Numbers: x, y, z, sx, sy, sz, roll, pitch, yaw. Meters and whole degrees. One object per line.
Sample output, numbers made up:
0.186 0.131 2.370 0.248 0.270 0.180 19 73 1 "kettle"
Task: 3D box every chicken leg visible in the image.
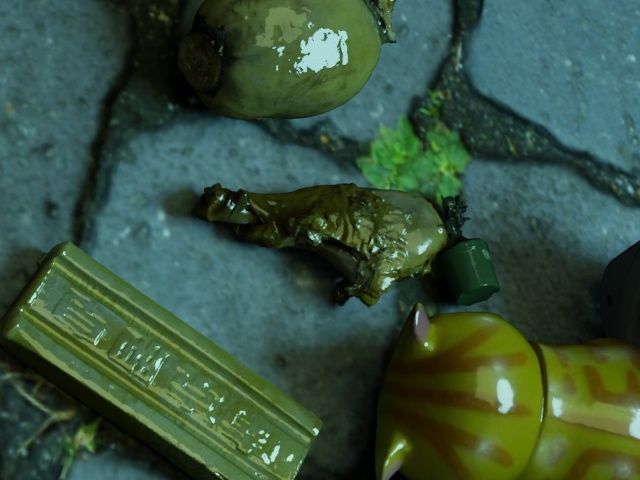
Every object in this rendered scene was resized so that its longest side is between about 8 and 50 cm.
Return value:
0.000 -0.003 1.401 0.207 0.085 0.101 9 76 -18 "chicken leg"

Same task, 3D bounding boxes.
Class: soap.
-0.121 0.106 1.304 0.252 0.037 0.092 36 55 -12 "soap"

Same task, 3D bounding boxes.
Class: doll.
0.167 0.145 1.387 0.269 0.162 0.167 11 79 -15 "doll"

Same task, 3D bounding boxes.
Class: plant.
0.118 0.004 1.483 0.051 0.051 0.102 -3 61 -32 "plant"

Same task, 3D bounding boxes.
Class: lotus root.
-0.014 -0.167 1.433 0.221 0.125 0.118 -16 53 -30 "lotus root"

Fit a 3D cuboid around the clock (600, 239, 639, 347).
0.351 0.123 1.417 0.113 0.295 0.322 -2 70 -22 "clock"
